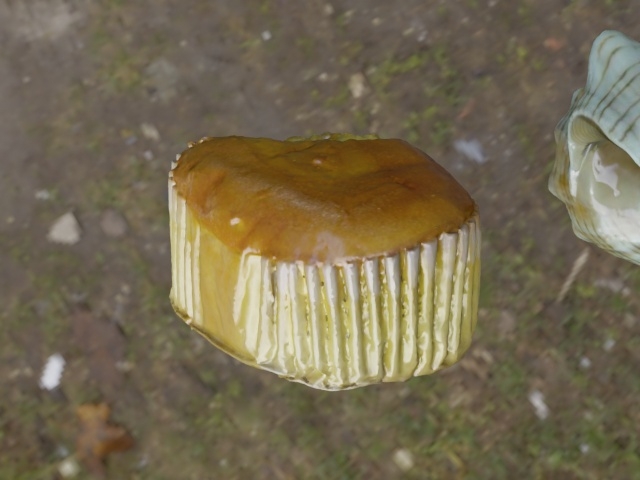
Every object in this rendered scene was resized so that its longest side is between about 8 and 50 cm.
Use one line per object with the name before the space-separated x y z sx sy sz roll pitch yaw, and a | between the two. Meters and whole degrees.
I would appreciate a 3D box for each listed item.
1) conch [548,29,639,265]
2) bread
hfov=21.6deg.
conch | 0.263 -0.068 1.191 0.203 0.169 0.386 35 173 -17
bread | 0.000 0.000 1.157 0.250 0.179 0.133 32 133 53
